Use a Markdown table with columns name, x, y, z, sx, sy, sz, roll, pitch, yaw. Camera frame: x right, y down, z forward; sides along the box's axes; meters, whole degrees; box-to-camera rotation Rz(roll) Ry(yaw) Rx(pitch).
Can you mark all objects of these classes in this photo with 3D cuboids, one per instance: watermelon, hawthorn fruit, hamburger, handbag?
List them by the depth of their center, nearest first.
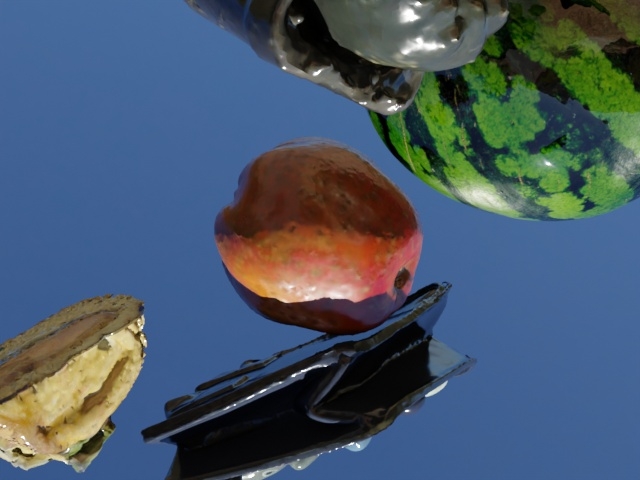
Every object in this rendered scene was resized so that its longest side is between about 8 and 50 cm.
| name | x | y | z | sx | sy | sz | roll | pitch | yaw |
| --- | --- | --- | --- | --- | --- | --- | --- | --- | --- |
| hamburger | -0.203 | 0.119 | 1.474 | 0.087 | 0.102 | 0.176 | 17 | -140 | 40 |
| watermelon | 0.169 | -0.155 | 1.559 | 0.285 | 0.285 | 0.285 | 21 | -153 | -11 |
| hawthorn fruit | 0.000 | 0.000 | 1.705 | 0.189 | 0.189 | 0.189 | 21 | -153 | -11 |
| handbag | -0.014 | 0.152 | 1.818 | 0.326 | 0.269 | 0.118 | -20 | -91 | -67 |

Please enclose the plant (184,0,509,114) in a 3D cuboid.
| name | x | y | z | sx | sy | sz | roll | pitch | yaw |
| --- | --- | --- | --- | --- | --- | --- | --- | --- | --- |
| plant | 0.018 | -0.173 | 1.237 | 0.142 | 0.164 | 0.256 | 22 | 178 | -41 |
